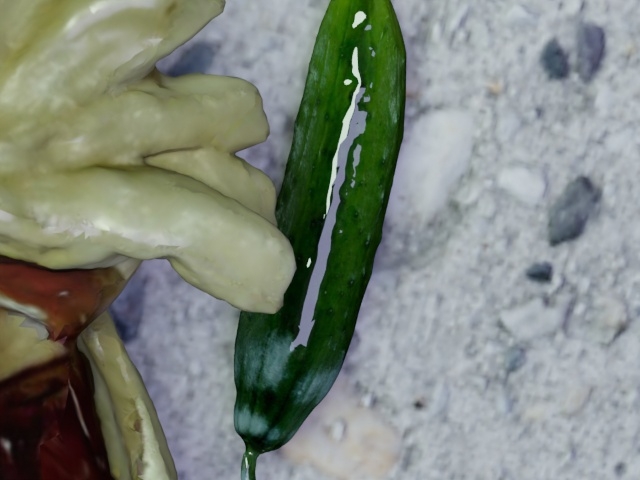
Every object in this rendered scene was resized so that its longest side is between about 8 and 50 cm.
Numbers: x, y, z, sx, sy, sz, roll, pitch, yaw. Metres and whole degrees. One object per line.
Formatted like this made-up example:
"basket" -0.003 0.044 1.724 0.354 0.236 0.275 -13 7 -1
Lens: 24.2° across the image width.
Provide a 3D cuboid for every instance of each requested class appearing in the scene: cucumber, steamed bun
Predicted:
"cucumber" 0.000 0.000 0.697 0.056 0.056 0.250 13 97 -20
"steamed bun" -0.157 -0.041 0.553 0.428 0.189 0.247 54 48 -8
